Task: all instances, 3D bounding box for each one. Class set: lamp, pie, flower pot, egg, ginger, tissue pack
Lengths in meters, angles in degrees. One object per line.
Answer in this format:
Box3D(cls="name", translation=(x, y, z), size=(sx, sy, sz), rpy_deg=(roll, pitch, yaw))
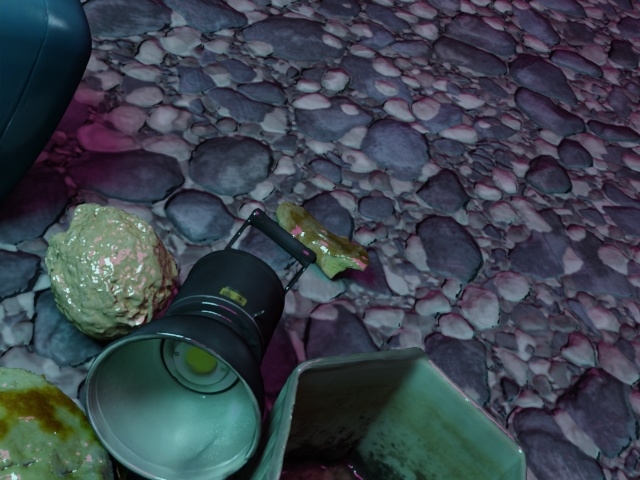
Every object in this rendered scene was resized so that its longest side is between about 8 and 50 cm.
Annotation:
Box3D(cls="lamp", translation=(-0.101, 0.092, 0.826), size=(0.147, 0.172, 0.227), rpy_deg=(38, 26, -8))
Box3D(cls="pie", translation=(-0.234, 0.201, 0.730), size=(0.201, 0.090, 0.248), rpy_deg=(-18, 62, -42))
Box3D(cls="flower pot", translation=(0.035, 0.229, 0.766), size=(0.209, 0.189, 0.239), rpy_deg=(21, 44, -8))
Box3D(cls="egg", translation=(-0.200, 0.030, 0.893), size=(0.118, 0.116, 0.140), rpy_deg=(31, 34, -40))
Box3D(cls="ginger", translation=(-0.003, 0.002, 1.075), size=(0.137, 0.044, 0.057), rpy_deg=(36, 72, 18))
Box3D(cls="tissue pack", translation=(-0.344, -0.156, 0.879), size=(0.206, 0.287, 0.198), rpy_deg=(1, 46, -48))
